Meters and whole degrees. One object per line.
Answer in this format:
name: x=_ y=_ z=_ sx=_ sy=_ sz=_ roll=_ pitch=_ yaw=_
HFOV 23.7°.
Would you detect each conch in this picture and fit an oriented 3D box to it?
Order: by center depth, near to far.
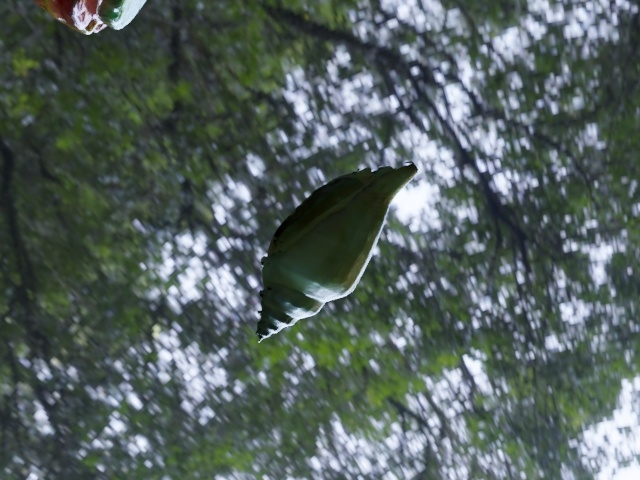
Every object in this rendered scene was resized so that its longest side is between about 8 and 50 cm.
conch: x=0.001 y=0.004 z=1.359 sx=0.095 sy=0.079 sz=0.201 roll=17 pitch=-118 yaw=39

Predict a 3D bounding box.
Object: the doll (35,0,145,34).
doll: x=-0.292 y=-0.272 z=1.140 sx=0.363 sy=0.182 sz=0.160 roll=17 pitch=-108 yaw=5
